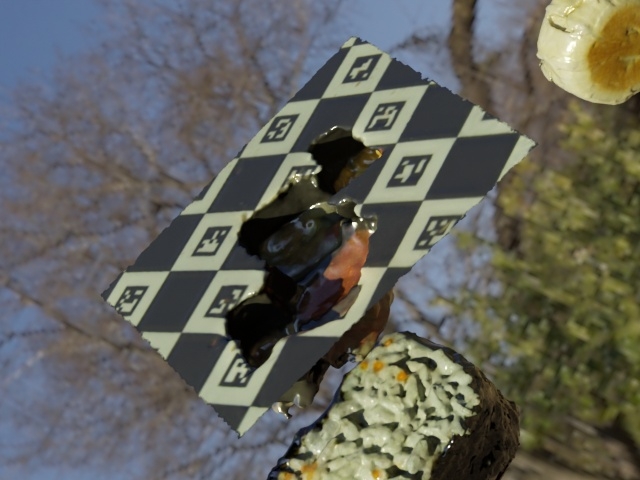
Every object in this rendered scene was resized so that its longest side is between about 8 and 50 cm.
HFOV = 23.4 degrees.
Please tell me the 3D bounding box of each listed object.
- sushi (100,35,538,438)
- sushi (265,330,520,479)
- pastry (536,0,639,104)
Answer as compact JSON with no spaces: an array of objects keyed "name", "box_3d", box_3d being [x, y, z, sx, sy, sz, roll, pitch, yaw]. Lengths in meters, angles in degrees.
[{"name":"sushi","box_3d":[0.000,0.000,1.135,0.294,0.292,0.059,-45,-57,-4]},{"name":"sushi","box_3d":[0.048,0.184,1.187,0.225,0.136,0.126,-55,-41,-4]},{"name":"pastry","box_3d":[0.317,-0.230,1.704,0.165,0.088,0.166,-16,-53,-22]}]
